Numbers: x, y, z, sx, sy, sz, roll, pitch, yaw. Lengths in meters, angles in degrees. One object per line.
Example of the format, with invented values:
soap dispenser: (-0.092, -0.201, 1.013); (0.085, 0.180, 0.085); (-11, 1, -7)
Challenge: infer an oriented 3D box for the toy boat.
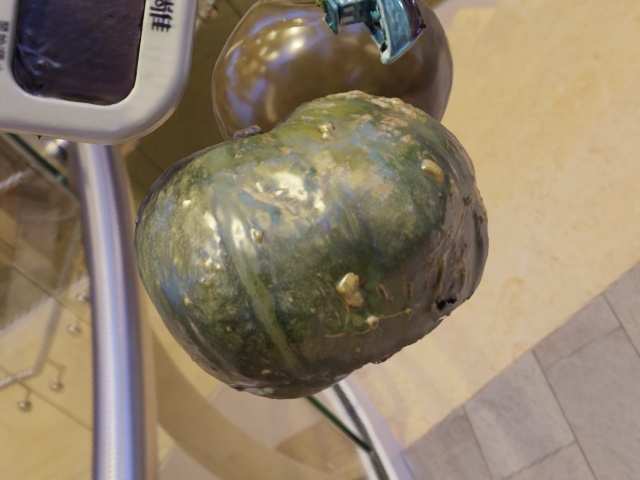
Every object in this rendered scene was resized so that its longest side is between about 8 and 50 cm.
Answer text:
toy boat: (0.029, -0.188, 0.758); (0.061, 0.060, 0.137); (-27, 63, -11)

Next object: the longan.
longan: (0.011, -0.218, 1.358); (0.350, 0.288, 0.288); (-15, 46, 20)

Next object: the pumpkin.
pumpkin: (0.000, 0.000, 0.920); (0.327, 0.257, 0.291); (-27, 4, 1)

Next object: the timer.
timer: (-0.224, -0.216, 0.839); (0.087, 0.237, 0.262); (-167, 84, -83)
